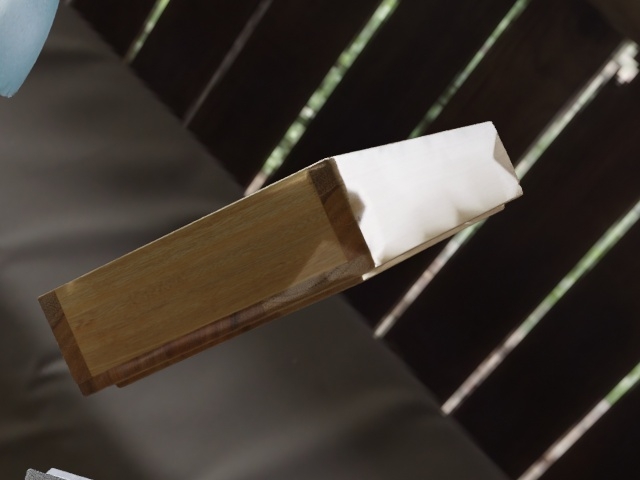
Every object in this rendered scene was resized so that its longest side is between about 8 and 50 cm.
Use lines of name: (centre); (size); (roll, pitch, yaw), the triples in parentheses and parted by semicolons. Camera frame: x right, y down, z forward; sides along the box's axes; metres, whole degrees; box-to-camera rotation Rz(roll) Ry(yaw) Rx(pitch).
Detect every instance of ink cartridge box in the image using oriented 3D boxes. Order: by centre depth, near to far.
ink cartridge box: (-0.241, 0.247, 1.361); (0.083, 0.048, 0.028); (17, 3, 2)

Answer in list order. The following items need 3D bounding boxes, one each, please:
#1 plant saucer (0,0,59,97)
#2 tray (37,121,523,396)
plant saucer: (-0.134, -0.154, 0.560); (0.037, 0.195, 0.195); (-17, 46, 1)
tray: (0.000, 0.000, 1.004); (0.076, 0.203, 0.411); (66, 21, 2)
